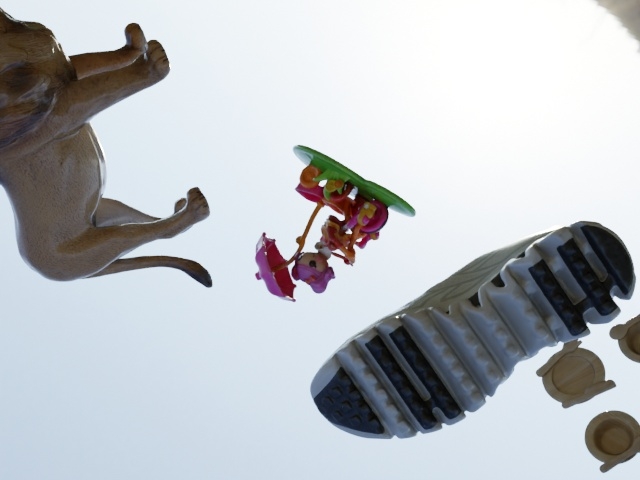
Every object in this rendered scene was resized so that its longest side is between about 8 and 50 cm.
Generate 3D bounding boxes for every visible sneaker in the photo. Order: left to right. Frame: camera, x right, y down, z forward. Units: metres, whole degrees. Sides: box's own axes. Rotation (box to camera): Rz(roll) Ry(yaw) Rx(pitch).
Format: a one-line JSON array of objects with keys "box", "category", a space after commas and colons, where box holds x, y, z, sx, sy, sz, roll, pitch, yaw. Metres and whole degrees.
[{"box": [0.127, 0.075, 0.926, 0.110, 0.292, 0.118, 61, -177, -12], "category": "sneaker"}]

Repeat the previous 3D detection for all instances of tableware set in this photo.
[{"box": [0.304, 0.147, 1.051, 0.020, 0.141, 0.168, 56, -174, -50], "category": "tableware set"}]

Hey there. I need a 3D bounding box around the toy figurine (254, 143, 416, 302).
[{"box": [0.000, 0.000, 1.190, 0.173, 0.159, 0.130, 27, 173, 37], "category": "toy figurine"}]

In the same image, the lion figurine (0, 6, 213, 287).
[{"box": [-0.244, -0.064, 0.980, 0.240, 0.392, 0.142, -24, -143, -14], "category": "lion figurine"}]
